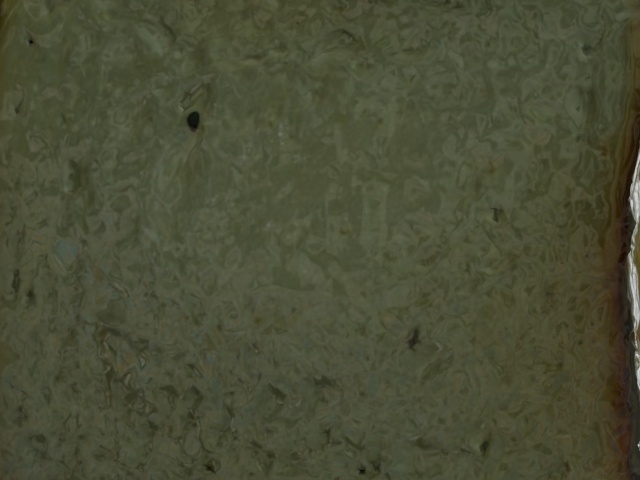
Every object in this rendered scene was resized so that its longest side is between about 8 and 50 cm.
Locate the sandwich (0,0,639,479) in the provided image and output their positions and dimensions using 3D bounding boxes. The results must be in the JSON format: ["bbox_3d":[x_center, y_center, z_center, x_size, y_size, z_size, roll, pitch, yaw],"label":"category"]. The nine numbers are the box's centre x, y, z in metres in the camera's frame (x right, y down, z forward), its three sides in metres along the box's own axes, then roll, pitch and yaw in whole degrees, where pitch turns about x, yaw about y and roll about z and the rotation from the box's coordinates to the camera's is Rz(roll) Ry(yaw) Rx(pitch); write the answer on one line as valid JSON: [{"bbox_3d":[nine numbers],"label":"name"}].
[{"bbox_3d":[0.000,0.000,0.782,0.099,0.301,0.271,-1,94,-68],"label":"sandwich"}]
